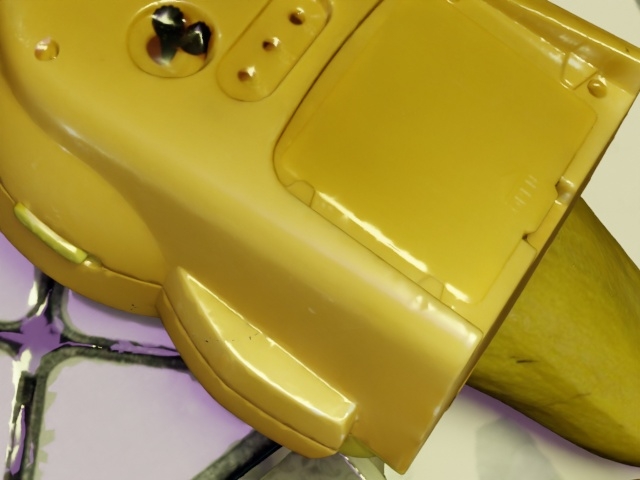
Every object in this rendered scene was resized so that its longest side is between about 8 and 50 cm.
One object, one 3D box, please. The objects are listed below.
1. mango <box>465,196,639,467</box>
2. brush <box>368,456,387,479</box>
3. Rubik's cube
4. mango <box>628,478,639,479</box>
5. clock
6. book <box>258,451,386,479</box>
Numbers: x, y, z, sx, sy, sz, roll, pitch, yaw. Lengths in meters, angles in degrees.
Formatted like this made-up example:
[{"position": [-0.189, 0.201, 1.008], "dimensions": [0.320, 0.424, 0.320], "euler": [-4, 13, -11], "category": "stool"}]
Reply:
[{"position": [0.111, 0.014, 1.051], "dimensions": [0.142, 0.195, 0.332], "euler": [-40, 123, 23], "category": "mango"}, {"position": [0.050, 0.240, 1.098], "dimensions": [0.039, 0.042, 0.299], "euler": [-12, 86, -7], "category": "brush"}, {"position": [-0.155, 0.073, 0.998], "dimensions": [0.260, 0.259, 0.255], "euler": [-36, 84, -5], "category": "Rubik's cube"}, {"position": [0.277, 0.307, 1.016], "dimensions": [0.384, 0.199, 0.221], "euler": [42, 80, 2], "category": "mango"}, {"position": [-0.027, -0.062, 0.822], "dimensions": [0.317, 0.200, 0.244], "euler": [35, 58, 3], "category": "clock"}, {"position": [-0.042, 0.320, 0.996], "dimensions": [0.379, 0.031, 0.264], "euler": [-43, 85, 18], "category": "book"}]
